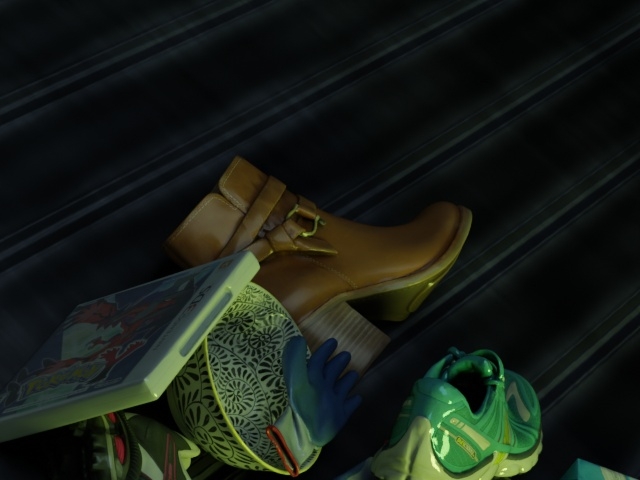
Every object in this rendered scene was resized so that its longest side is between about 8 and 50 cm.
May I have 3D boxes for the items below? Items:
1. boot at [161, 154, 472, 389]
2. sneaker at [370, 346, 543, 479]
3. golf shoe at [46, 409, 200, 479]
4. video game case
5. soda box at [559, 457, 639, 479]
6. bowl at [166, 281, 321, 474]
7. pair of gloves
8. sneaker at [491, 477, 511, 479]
[{"bbox_3d":[0.000,0.000,1.693,0.220,0.109,0.283,39,54,4],"label":"boot"},{"bbox_3d":[0.136,0.146,1.575,0.107,0.110,0.275,19,13,18],"label":"sneaker"},{"bbox_3d":[-0.127,0.239,1.381,0.120,0.105,0.273,14,44,-29],"label":"golf shoe"},{"bbox_3d":[-0.165,0.085,1.449,0.023,0.201,0.183,59,38,-18],"label":"video game case"},{"bbox_3d":[0.307,0.271,1.630,0.210,0.067,0.071,21,42,-12],"label":"soda box"},{"bbox_3d":[-0.075,0.124,1.519,0.170,0.080,0.170,40,38,-42],"label":"bowl"},{"bbox_3d":[0.015,0.177,1.526,0.198,0.023,0.159,59,32,-12],"label":"pair of gloves"},{"bbox_3d":[0.127,0.241,1.546,0.063,0.075,0.170,43,42,14],"label":"sneaker"}]
